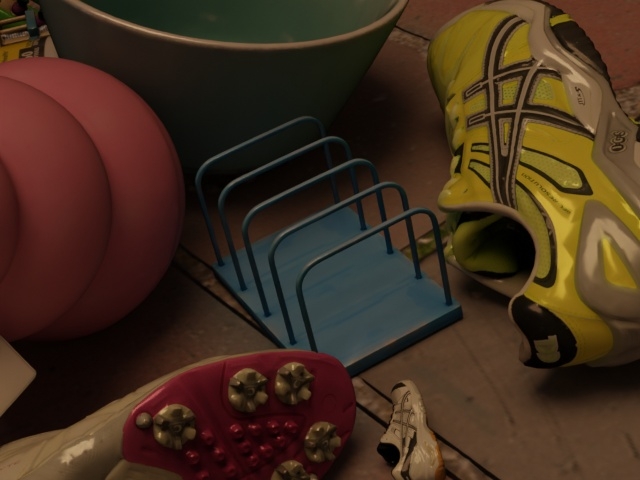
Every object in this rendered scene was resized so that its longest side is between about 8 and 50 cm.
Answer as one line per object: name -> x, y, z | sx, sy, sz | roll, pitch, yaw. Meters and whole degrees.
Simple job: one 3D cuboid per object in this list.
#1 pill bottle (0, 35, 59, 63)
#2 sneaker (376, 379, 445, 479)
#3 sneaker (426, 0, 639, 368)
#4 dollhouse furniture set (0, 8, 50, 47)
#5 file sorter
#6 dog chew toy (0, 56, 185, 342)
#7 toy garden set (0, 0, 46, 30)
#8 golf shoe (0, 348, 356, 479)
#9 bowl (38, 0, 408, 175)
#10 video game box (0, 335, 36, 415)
pill bottle -> -0.310, -0.103, 1.162 | 0.208, 0.119, 0.119 | -13, 36, 1
sneaker -> 0.051, 0.119, 0.828 | 0.037, 0.032, 0.083 | -15, 36, -2
sneaker -> 0.141, -0.057, 0.942 | 0.147, 0.145, 0.384 | -18, 35, -7
dollhouse furniture set -> -0.256, -0.227, 1.246 | 0.129, 0.183, 0.129 | -14, 36, -8
file sorter -> 0.000, 0.000, 0.942 | 0.118, 0.104, 0.170 | -26, 38, -18
dog chew toy -> -0.220, -0.021, 0.879 | 0.207, 0.206, 0.332 | -2, 5, 14
toy garden set -> -0.316, -0.324, 1.418 | 0.204, 0.049, 0.244 | 30, 44, -4
golf shoe -> -0.125, 0.138, 0.797 | 0.306, 0.115, 0.140 | -23, 18, -24
bowl -> -0.090, -0.168, 1.103 | 0.312, 0.163, 0.311 | 6, 35, -4
video game box -> -0.287, 0.155, 0.801 | 0.187, 0.048, 0.205 | -23, 22, 45
